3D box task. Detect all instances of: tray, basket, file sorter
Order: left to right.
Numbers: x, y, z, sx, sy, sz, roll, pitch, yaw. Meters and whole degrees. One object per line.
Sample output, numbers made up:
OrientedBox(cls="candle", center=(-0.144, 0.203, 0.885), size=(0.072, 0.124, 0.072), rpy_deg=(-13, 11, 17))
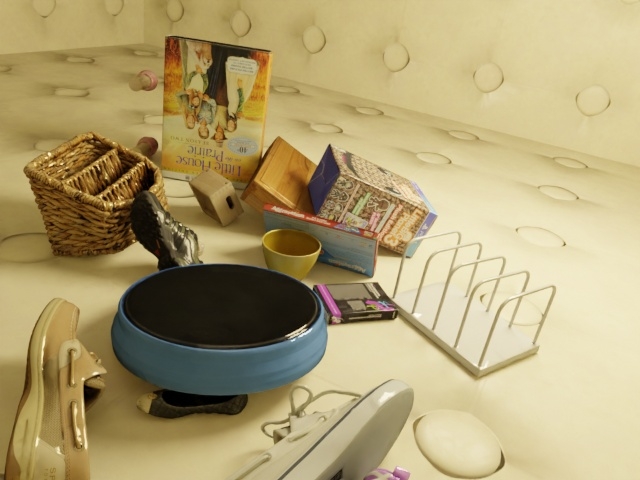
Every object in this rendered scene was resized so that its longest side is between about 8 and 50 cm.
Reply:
OrientedBox(cls="basket", center=(-0.492, -0.123, 1.314), size=(0.214, 0.222, 0.299), rpy_deg=(-3, 24, 11))
OrientedBox(cls="tray", center=(-0.089, -0.163, 1.627), size=(0.203, 0.076, 0.410), rpy_deg=(37, 23, -12))
OrientedBox(cls="file sorter", center=(0.315, 0.113, 1.195), size=(0.193, 0.172, 0.278), rpy_deg=(-10, 32, -34))

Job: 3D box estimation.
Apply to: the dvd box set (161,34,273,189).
OrientedBox(cls="dvd box set", center=(-0.316, -0.372, 1.683), size=(0.308, 0.419, 0.062), rpy_deg=(10, 24, 0))

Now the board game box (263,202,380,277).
OrientedBox(cls="board game box", center=(0.000, 0.000, 1.356), size=(0.282, 0.145, 0.027), rpy_deg=(16, 51, 13))

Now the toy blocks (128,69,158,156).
OrientedBox(cls="toy blocks", center=(-0.445, -0.400, 1.859), size=(0.309, 0.288, 0.260), rpy_deg=(7, 22, -1))

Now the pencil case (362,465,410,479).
OrientedBox(cls="pencil case", center=(0.054, 0.375, 0.689), size=(0.087, 0.088, 0.206), rpy_deg=(20, 28, 16))

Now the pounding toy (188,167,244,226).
OrientedBox(cls="pounding toy", center=(-0.272, -0.118, 1.533), size=(0.100, 0.141, 0.130), rpy_deg=(-40, 48, -20))

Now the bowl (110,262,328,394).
OrientedBox(cls="bowl", center=(-0.179, 0.140, 1.037), size=(0.392, 0.077, 0.391), rpy_deg=(5, 19, -2))

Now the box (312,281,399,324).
OrientedBox(cls="box", center=(0.075, 0.135, 1.237), size=(0.162, 0.029, 0.116), rpy_deg=(-2, 29, -19))

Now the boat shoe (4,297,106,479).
OrientedBox(cls="boat shoe", center=(-0.379, 0.221, 0.842), size=(0.110, 0.121, 0.341), rpy_deg=(4, 37, -19))

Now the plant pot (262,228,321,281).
OrientedBox(cls="plant pot", center=(-0.072, 0.045, 1.294), size=(0.135, 0.095, 0.134), rpy_deg=(8, 27, -4))

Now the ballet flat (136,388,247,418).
OrientedBox(cls="ballet flat", center=(-0.203, 0.250, 0.899), size=(0.173, 0.049, 0.057), rpy_deg=(2, 29, -13))

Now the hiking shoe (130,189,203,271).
OrientedBox(cls="hiking shoe", center=(-0.333, -0.008, 1.246), size=(0.086, 0.226, 0.114), rpy_deg=(-26, 1, 26))

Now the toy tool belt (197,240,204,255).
OrientedBox(cls="toy tool belt", center=(-0.320, 0.015, 1.327), size=(0.084, 0.052, 0.051), rpy_deg=(16, 19, 16))

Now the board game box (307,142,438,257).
OrientedBox(cls="board game box", center=(0.132, -0.111, 1.523), size=(0.291, 0.141, 0.232), rpy_deg=(22, 23, -18))

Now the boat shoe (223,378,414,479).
OrientedBox(cls="boat shoe", center=(-0.021, 0.291, 0.806), size=(0.157, 0.135, 0.367), rpy_deg=(25, 40, 35))
